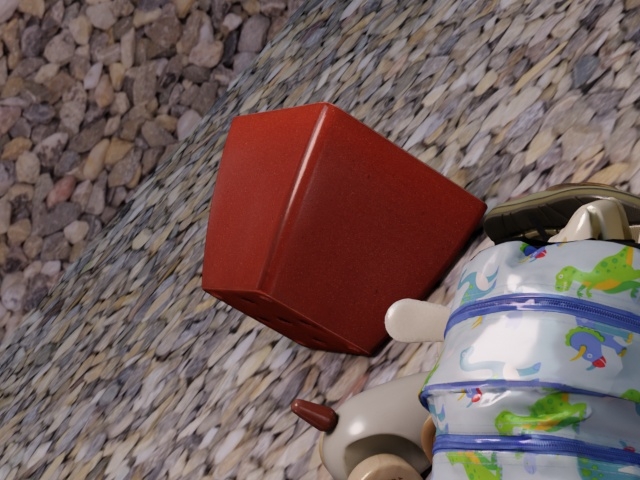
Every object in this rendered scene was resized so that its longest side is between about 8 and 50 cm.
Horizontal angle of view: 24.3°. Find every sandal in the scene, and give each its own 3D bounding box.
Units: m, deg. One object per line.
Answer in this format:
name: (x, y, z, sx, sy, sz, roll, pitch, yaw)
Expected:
sandal: (0.281, -0.021, 1.589, 0.086, 0.120, 0.303, -38, 18, -20)

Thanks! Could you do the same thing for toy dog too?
toy dog: (0.097, 0.141, 1.562, 0.333, 0.161, 0.220, -55, 24, -21)

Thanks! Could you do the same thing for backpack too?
backpack: (0.234, 0.133, 1.030, 0.290, 0.355, 0.273, 1, 49, 52)

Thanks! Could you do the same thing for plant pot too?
plant pot: (0.000, 0.000, 1.887, 0.267, 0.267, 0.235, 1, 63, 61)

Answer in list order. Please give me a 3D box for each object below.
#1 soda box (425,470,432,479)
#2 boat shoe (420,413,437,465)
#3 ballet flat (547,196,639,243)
soda box: (0.106, 0.303, 1.367, 0.263, 0.083, 0.092, -52, 22, -14)
boat shoe: (0.250, 0.113, 1.305, 0.342, 0.123, 0.123, -28, 17, 18)
ballet flat: (0.260, 0.016, 1.196, 0.107, 0.106, 0.316, -23, 13, -42)
